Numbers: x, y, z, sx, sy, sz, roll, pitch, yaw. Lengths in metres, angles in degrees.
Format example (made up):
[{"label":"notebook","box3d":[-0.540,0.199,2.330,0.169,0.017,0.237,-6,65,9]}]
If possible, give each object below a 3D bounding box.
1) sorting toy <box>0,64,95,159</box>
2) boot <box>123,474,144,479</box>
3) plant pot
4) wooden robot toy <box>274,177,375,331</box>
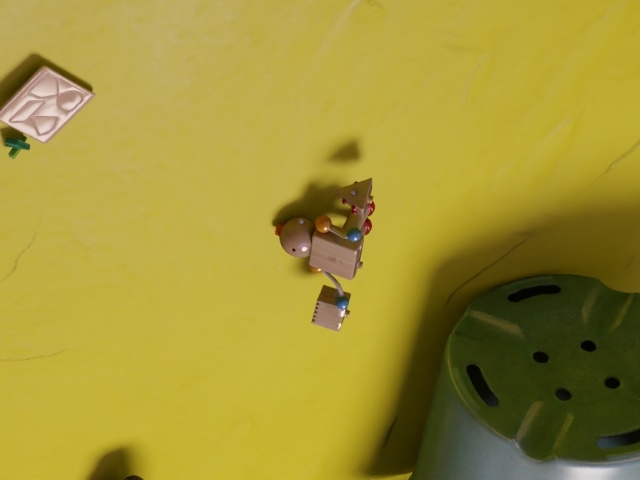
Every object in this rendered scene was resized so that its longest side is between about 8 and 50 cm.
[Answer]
[{"label":"sorting toy","box3d":[-0.215,-0.094,1.208,0.083,0.012,0.062,-42,145,17]},{"label":"boot","box3d":[-0.285,0.366,1.584,0.280,0.096,0.264,-31,168,-45]},{"label":"plant pot","box3d":[0.238,0.235,1.634,0.341,0.341,0.334,-12,133,-16]},{"label":"wooden robot toy","box3d":[0.000,0.000,1.422,0.079,0.076,0.173,16,139,6]}]
